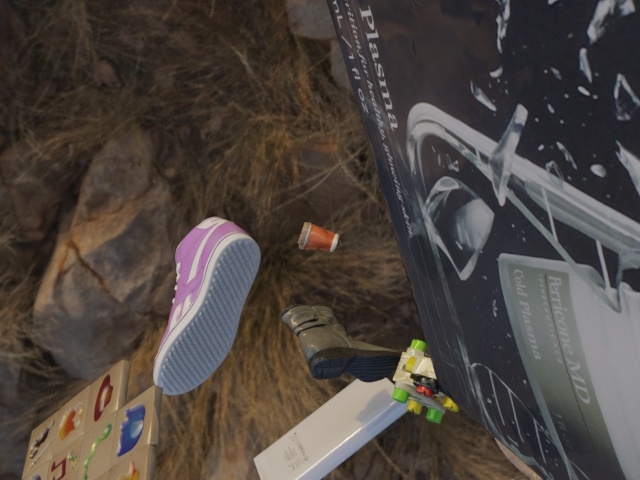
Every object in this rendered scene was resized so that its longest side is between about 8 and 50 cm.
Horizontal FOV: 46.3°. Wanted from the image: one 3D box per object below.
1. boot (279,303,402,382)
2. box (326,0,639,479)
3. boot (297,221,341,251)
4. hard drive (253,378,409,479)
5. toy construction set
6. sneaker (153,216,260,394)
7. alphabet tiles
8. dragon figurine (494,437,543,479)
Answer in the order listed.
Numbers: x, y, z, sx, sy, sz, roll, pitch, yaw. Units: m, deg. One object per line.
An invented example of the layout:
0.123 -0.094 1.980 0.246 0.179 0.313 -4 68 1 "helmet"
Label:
0.047 0.188 1.464 0.246 0.161 0.083 12 126 -41 "boot"
0.245 -0.063 0.481 0.297 0.472 0.480 -23 108 -14 "box"
0.000 0.000 1.550 0.084 0.158 0.059 16 91 0 "boot"
0.020 0.428 1.658 0.353 0.233 0.047 -37 102 -7 "hard drive"
0.272 0.264 1.351 0.327 0.151 0.215 -6 147 29 "toy construction set"
-0.198 0.097 1.197 0.102 0.161 0.282 25 95 -38 "sneaker"
-0.159 0.195 0.439 0.009 0.237 0.198 32 125 -32 "alphabet tiles"
0.302 0.313 0.913 0.085 0.144 0.289 -51 57 24 "dragon figurine"
